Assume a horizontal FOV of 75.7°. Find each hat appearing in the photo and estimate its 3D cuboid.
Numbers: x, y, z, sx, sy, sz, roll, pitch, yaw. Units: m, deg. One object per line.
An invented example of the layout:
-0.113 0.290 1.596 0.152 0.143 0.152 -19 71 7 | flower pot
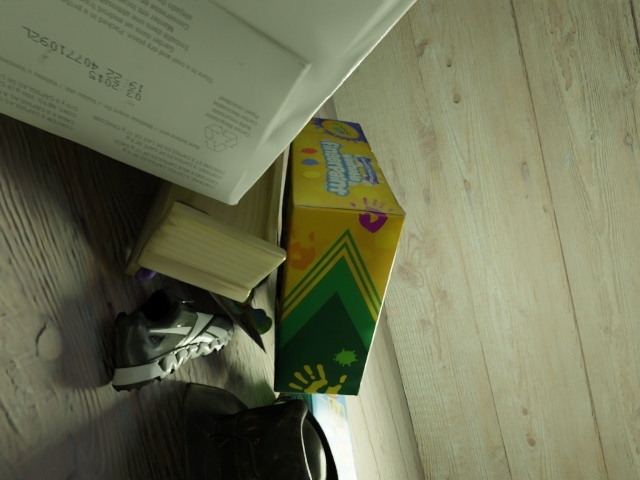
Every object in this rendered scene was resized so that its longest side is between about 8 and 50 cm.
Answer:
-0.056 0.298 0.560 0.331 0.134 0.331 55 -4 6 | hat

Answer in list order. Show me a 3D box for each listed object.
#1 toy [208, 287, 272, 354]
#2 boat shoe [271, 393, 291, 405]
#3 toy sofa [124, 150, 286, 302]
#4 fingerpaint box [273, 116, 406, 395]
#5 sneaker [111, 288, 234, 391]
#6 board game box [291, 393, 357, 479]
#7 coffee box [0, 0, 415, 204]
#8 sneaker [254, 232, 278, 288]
-0.144 0.086 0.740 0.137 0.056 0.237 -118 -176 -49 | toy
-0.011 0.441 0.886 0.324 0.116 0.097 65 22 -21 | boat shoe
-0.147 -0.094 0.619 0.150 0.177 0.362 26 44 -28 | toy sofa
0.000 0.000 0.810 0.445 0.163 0.371 -96 -167 -58 | fingerpaint box
-0.192 0.115 0.571 0.234 0.078 0.106 -9 89 -72 | sneaker
0.005 0.351 0.778 0.160 0.047 0.210 50 23 -41 | board game box
-0.136 -0.304 0.392 0.337 0.338 0.334 23 47 -29 | coffee box
-0.141 -0.013 0.851 0.087 0.092 0.229 -58 153 -71 | sneaker
